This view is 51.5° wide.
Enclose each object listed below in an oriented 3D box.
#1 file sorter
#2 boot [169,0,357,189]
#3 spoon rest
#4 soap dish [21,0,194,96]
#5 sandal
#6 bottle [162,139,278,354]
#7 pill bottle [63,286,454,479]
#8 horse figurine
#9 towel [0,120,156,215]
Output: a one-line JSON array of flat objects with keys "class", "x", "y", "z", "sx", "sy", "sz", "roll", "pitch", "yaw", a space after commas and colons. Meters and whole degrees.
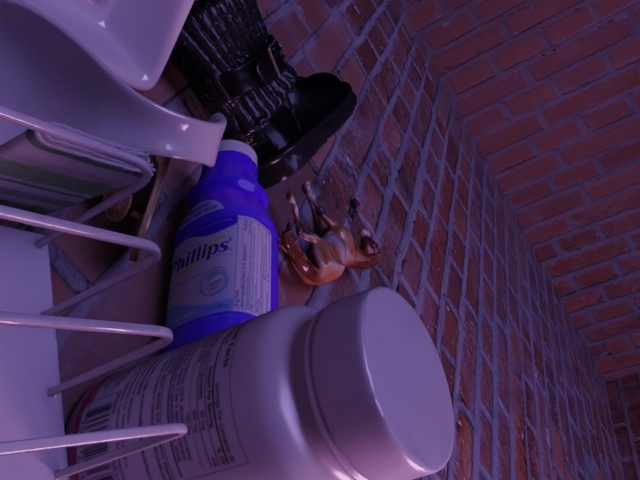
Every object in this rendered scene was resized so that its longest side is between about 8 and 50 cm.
[{"class": "file sorter", "x": -0.204, "y": 0.081, "z": 0.423, "sx": 0.193, "sy": 0.173, "sz": 0.278, "roll": 18, "pitch": 53, "yaw": -56}, {"class": "boot", "x": -0.077, "y": -0.254, "z": 0.982, "sx": 0.260, "sy": 0.131, "sz": 0.348, "roll": 58, "pitch": 28, "yaw": -17}, {"class": "spoon rest", "x": -0.206, "y": -0.118, "z": 0.573, "sx": 0.276, "sy": 0.137, "sz": 0.084, "roll": 11, "pitch": 12, "yaw": -30}, {"class": "soap dish", "x": -0.217, "y": -0.310, "z": 0.639, "sx": 0.118, "sy": 0.291, "sz": 0.229, "roll": 28, "pitch": 5, "yaw": 35}, {"class": "sandal", "x": -0.202, "y": -0.071, "z": 0.691, "sx": 0.079, "sy": 0.088, "sz": 0.240, "roll": 19, "pitch": 36, "yaw": -15}, {"class": "bottle", "x": -0.104, "y": 0.013, "z": 0.726, "sx": 0.092, "sy": 0.118, "sz": 0.283, "roll": 39, "pitch": 38, "yaw": -42}, {"class": "pill bottle", "x": -0.051, "y": 0.146, "z": 0.528, "sx": 0.160, "sy": 0.283, "sz": 0.160, "roll": 42, "pitch": 35, "yaw": -40}, {"class": "horse figurine", "x": 0.000, "y": 0.000, "z": 0.994, "sx": 0.174, "sy": 0.066, "sz": 0.263, "roll": 58, "pitch": 24, "yaw": -3}, {"class": "towel", "x": -0.223, "y": -0.053, "z": 0.521, "sx": 0.113, "sy": 0.152, "sz": 0.023, "roll": 17, "pitch": 63, "yaw": -59}]
